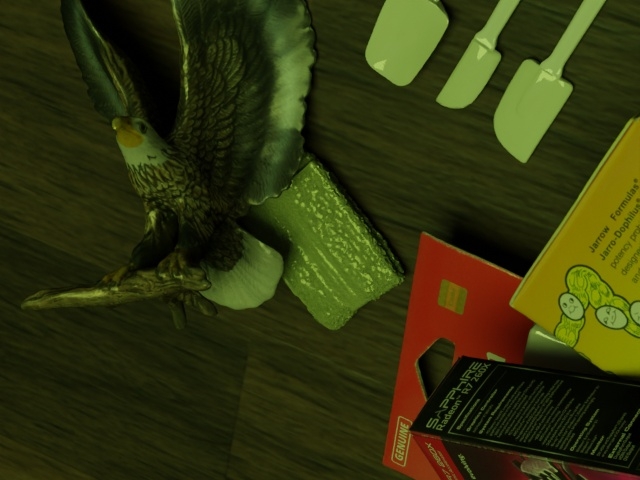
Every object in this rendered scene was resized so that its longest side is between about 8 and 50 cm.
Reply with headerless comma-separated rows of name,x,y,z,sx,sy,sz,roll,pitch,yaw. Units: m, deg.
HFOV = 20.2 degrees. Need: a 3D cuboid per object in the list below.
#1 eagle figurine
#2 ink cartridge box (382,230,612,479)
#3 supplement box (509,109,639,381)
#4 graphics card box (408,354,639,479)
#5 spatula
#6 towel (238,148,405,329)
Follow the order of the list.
eagle figurine,-0.128,-0.088,1.547,0.226,0.298,0.225,8,160,-11
ink cartridge box,0.172,0.164,1.535,0.261,0.066,0.296,22,133,17
supplement box,0.358,0.045,1.332,0.356,0.194,0.195,36,125,9
graphics card box,0.262,0.210,1.322,0.371,0.094,0.233,5,136,47
spatula,0.149,-0.196,1.434,0.168,0.019,0.242,35,125,10
towel,0.000,0.000,1.602,0.110,0.027,0.148,-37,92,35
